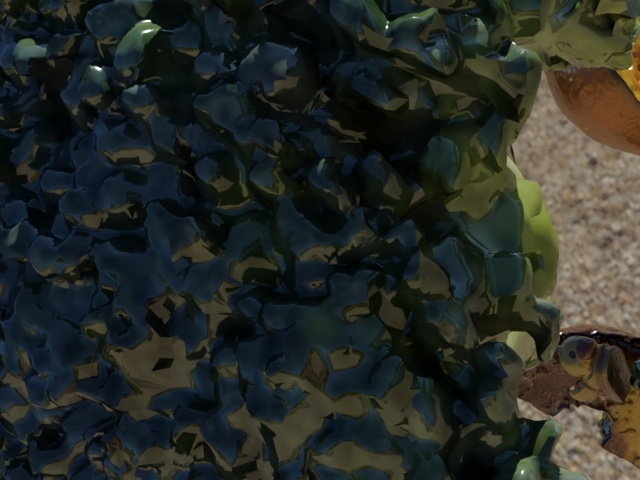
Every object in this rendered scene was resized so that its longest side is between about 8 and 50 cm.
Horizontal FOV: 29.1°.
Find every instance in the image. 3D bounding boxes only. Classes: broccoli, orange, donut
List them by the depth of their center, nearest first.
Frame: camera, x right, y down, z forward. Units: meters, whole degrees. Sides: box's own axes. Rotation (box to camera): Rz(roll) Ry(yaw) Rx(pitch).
[{"bbox_3d":[0.010,0.003,0.460,0.293,0.348,0.281,-48,-24,17],"label":"broccoli"},{"bbox_3d":[0.374,-0.231,1.406,0.274,0.274,0.310,-39,40,1],"label":"orange"},{"bbox_3d":[0.356,0.169,1.573,0.151,0.295,0.112,-58,17,10],"label":"donut"}]

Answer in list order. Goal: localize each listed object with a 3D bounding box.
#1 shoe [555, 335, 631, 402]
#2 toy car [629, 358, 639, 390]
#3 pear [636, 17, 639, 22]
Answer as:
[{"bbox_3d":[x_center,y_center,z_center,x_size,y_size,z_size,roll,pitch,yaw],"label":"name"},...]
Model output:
[{"bbox_3d":[0.316,0.153,1.428,0.069,0.109,0.072,10,81,39],"label":"shoe"},{"bbox_3d":[0.426,0.200,1.425,0.076,0.224,0.090,-35,51,8],"label":"toy car"},{"bbox_3d":[0.192,-0.303,0.782,0.348,0.348,0.348,-31,26,17],"label":"pear"}]
